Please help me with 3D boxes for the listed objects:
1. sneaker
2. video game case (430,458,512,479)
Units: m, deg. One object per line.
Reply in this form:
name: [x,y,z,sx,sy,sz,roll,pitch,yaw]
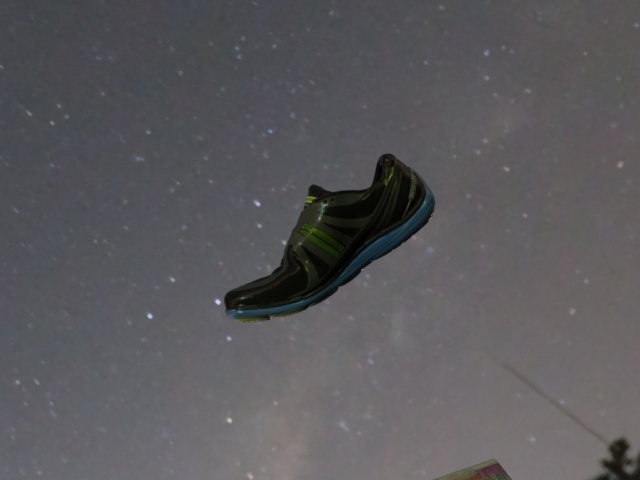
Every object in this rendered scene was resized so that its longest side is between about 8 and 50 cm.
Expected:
sneaker: [0.000,0.000,0.748,0.188,0.078,0.067,-36,4,-12]
video game case: [0.119,0.241,0.725,0.157,0.143,0.019,-7,-44,-38]
